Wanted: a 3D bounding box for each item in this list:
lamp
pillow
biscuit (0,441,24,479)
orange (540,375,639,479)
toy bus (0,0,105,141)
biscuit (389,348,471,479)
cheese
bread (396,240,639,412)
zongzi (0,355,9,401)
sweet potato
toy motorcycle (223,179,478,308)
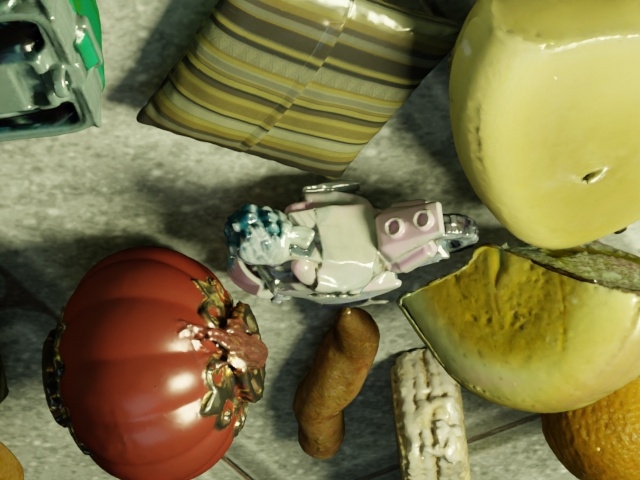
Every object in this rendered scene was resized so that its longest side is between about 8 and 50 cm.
[{"bbox_3d":[-0.148,0.117,1.547,0.227,0.227,0.227,-4,140,-3],"label":"lamp"},{"bbox_3d":[-0.020,-0.137,1.393,0.208,0.052,0.212,13,139,-29],"label":"pillow"},{"bbox_3d":[-0.497,0.270,1.803,0.367,0.063,0.314,-9,150,11],"label":"biscuit"},{"bbox_3d":[0.342,0.161,1.646,0.264,0.264,0.264,-4,140,-3],"label":"orange"},{"bbox_3d":[-0.331,-0.173,1.189,0.344,0.199,0.183,-6,155,2],"label":"toy bus"},{"bbox_3d":[0.132,0.295,1.861,0.079,0.144,0.426,-7,139,3],"label":"biscuit"},{"bbox_3d":[0.230,-0.105,1.408,0.260,0.128,0.316,-6,145,-4],"label":"cheese"},{"bbox_3d":[0.205,0.078,1.534,0.158,0.261,0.156,-9,113,-54],"label":"bread"},{"bbox_3d":[-0.386,0.008,1.507,0.181,0.418,0.447,-2,101,9],"label":"zongzi"},{"bbox_3d":[0.017,0.133,1.715,0.067,0.059,0.281,-6,143,-20],"label":"sweet potato"},{"bbox_3d":[0.001,0.006,1.484,0.239,0.108,0.204,-30,155,23],"label":"toy motorcycle"}]
